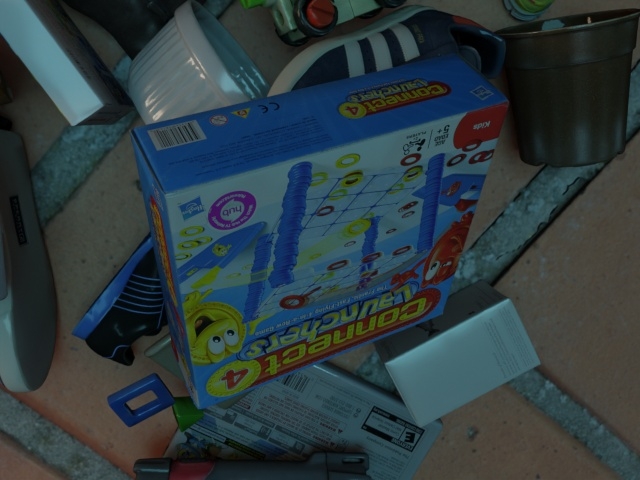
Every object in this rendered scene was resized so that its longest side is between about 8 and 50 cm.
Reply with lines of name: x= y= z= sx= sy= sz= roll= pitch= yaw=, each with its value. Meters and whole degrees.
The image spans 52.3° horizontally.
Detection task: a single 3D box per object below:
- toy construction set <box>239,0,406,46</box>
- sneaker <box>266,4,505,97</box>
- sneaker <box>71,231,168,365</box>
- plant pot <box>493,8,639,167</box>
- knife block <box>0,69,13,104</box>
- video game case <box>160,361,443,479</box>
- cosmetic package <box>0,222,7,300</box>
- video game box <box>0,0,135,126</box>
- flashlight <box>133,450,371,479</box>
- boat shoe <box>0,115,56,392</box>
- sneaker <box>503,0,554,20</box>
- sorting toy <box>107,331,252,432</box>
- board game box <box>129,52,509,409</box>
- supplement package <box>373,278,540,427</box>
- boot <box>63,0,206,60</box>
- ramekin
toy construction set: x=-0.003 y=-0.342 z=0.720 sx=0.328 sy=0.151 sz=0.215 roll=-24 pitch=105 yaw=-7
sneaker: x=0.081 y=-0.154 z=0.691 sx=0.350 sy=0.148 sz=0.131 roll=-45 pitch=144 yaw=-33
sneaker: x=-0.214 y=0.058 z=0.832 sx=0.090 sy=0.081 sz=0.232 roll=38 pitch=102 yaw=-14
plant pot: x=0.302 y=-0.184 z=0.797 sx=0.167 sy=0.167 sz=0.165 roll=-11 pitch=110 yaw=-3
knife block: x=-0.462 y=-0.163 z=0.676 sx=0.242 sy=0.276 sz=0.088 roll=-20 pitch=103 yaw=-18
video game case: x=-0.040 y=0.310 z=0.915 sx=0.329 sy=0.036 sz=0.300 roll=28 pitch=97 yaw=-11
cosmetic package: x=-0.583 y=0.000 z=0.642 sx=0.453 sy=0.230 sz=0.161 roll=3 pitch=101 yaw=13
video game box: x=-0.296 y=-0.220 z=0.713 sx=0.048 sy=0.187 sz=0.205 roll=-35 pitch=102 yaw=3
flashlight: x=-0.089 y=0.336 z=0.847 sx=0.304 sy=0.103 sz=0.103 roll=5 pitch=127 yaw=-8
boat shoe: x=-0.432 y=0.022 z=0.790 sx=0.158 sy=0.127 sz=0.340 roll=-6 pitch=93 yaw=3
sneaker: x=0.246 y=-0.376 z=0.780 sx=0.081 sy=0.094 sz=0.208 roll=-24 pitch=101 yaw=1
sorting toy: x=-0.092 y=0.111 z=0.793 sx=0.348 sy=0.047 sz=0.196 roll=-36 pitch=140 yaw=1
board game box: x=0.000 y=0.000 z=0.630 sx=0.308 sy=0.086 sz=0.302 roll=-18 pitch=140 yaw=-20
supplement package: x=0.175 y=0.146 z=0.868 sx=0.179 sy=0.105 sz=0.105 roll=-28 pitch=102 yaw=0
boot: x=-0.210 y=-0.362 z=0.763 sx=0.248 sy=0.090 sz=0.207 roll=-48 pitch=115 yaw=0
ramekin: x=-0.121 y=-0.153 z=0.738 sx=0.109 sy=0.207 sz=0.207 roll=-35 pitch=102 yaw=12
